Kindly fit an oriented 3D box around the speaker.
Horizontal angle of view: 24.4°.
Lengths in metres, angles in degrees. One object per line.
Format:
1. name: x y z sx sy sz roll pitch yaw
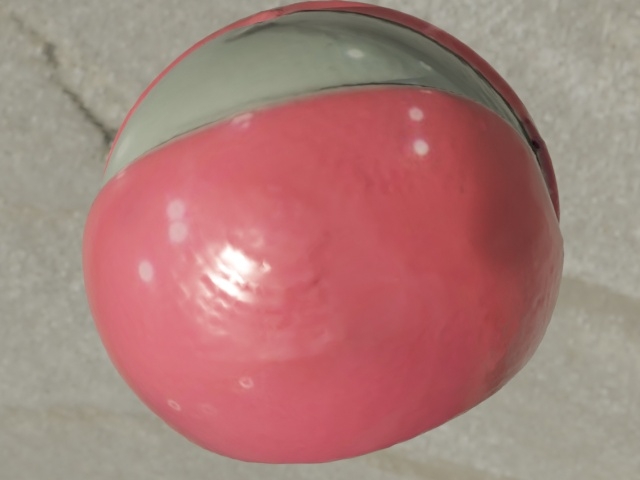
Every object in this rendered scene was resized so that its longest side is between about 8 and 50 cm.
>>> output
1. speaker: 0.000 0.000 0.888 0.294 0.294 0.294 15 158 6
